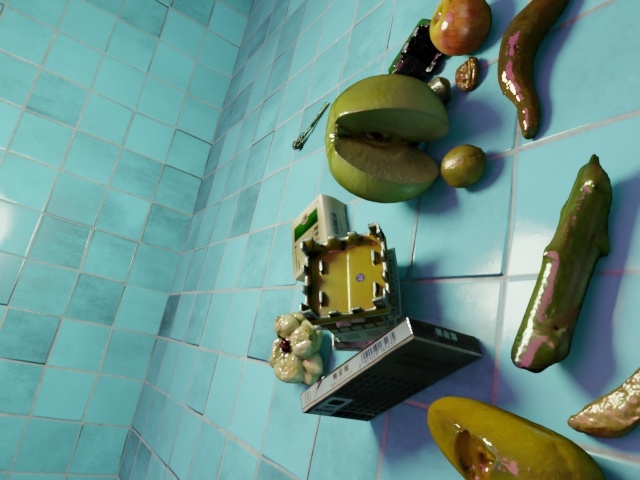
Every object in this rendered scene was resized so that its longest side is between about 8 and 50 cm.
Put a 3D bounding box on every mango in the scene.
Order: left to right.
[{"bbox_3d":[0.261,0.306,0.634,0.130,0.167,0.262,-59,25,-10],"label":"mango"}]

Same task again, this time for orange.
[{"bbox_3d":[0.295,-0.154,0.923,0.095,0.085,0.085,-41,40,43],"label":"orange"}]

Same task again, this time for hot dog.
[{"bbox_3d":[0.341,-0.386,1.035,0.058,0.035,0.083,-24,53,56],"label":"hot dog"}]

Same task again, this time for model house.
[{"bbox_3d":[0.077,0.108,0.990,0.198,0.215,0.224,-14,56,18],"label":"model house"}]

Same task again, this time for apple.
[{"bbox_3d":[0.143,-0.228,1.020,0.292,0.253,0.292,-175,90,-77],"label":"apple"},{"bbox_3d":[0.329,-0.502,1.045,0.146,0.146,0.147,-36,44,44],"label":"apple"}]

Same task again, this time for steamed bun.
[{"bbox_3d":[-0.070,0.295,1.187,0.192,0.106,0.178,29,114,52],"label":"steamed bun"}]

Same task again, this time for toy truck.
[{"bbox_3d":[0.237,-0.462,1.185,0.243,0.101,0.125,-56,20,17],"label":"toy truck"}]

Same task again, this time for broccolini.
[{"bbox_3d":[-0.039,-0.426,1.679,0.218,0.042,0.044,-50,36,28],"label":"broccolini"}]

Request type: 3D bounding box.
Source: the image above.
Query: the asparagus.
[{"bbox_3d":[0.374,0.038,0.680,0.343,0.085,0.082,-68,18,-8],"label":"asparagus"}]

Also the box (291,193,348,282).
[{"bbox_3d":[0.000,0.000,1.303,0.168,0.095,0.212,-40,41,37],"label":"box"}]

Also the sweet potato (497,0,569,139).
[{"bbox_3d":[0.404,-0.364,0.878,0.108,0.079,0.347,10,84,47],"label":"sweet potato"}]

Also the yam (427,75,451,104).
[{"bbox_3d":[0.266,-0.345,1.103,0.146,0.069,0.070,-27,50,51],"label":"yam"}]

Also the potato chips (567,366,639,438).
[{"bbox_3d":[0.449,0.104,0.536,0.407,0.057,0.080,-60,34,16],"label":"potato chips"}]

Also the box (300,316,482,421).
[{"bbox_3d":[0.123,0.258,0.854,0.325,0.180,0.047,-45,38,35],"label":"box"}]
